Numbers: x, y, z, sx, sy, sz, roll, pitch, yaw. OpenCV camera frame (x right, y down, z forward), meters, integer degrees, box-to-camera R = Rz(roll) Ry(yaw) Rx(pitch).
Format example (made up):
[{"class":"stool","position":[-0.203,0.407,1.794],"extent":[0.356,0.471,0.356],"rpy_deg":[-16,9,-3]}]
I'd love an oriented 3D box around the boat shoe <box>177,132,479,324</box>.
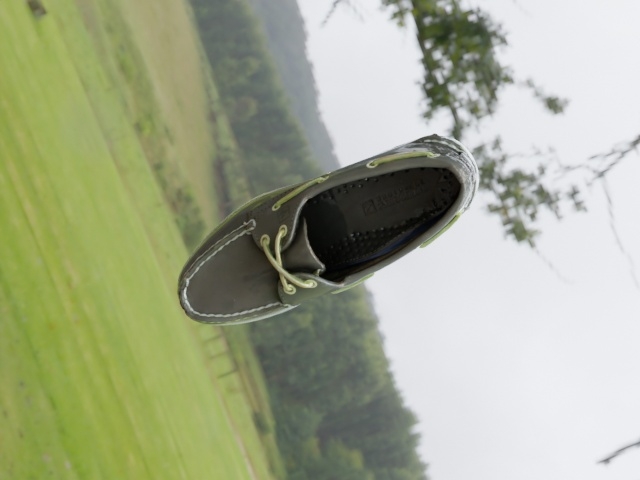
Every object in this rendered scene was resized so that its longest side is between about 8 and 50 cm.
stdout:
[{"class":"boat shoe","position":[-0.002,-0.004,0.996],"extent":[0.109,0.305,0.091],"rpy_deg":[63,11,-5]}]
